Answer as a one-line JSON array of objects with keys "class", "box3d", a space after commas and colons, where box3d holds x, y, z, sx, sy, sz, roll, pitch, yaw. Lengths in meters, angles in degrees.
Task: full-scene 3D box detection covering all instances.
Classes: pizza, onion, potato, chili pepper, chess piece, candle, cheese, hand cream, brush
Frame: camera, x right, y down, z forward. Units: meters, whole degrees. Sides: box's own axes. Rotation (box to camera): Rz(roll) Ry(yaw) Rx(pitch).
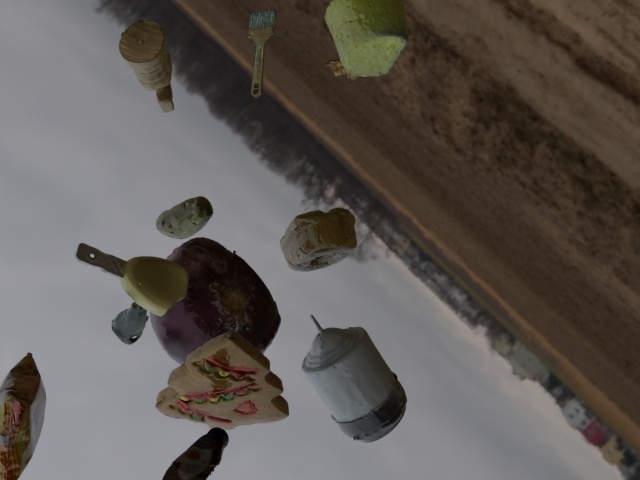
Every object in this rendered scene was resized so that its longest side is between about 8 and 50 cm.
[{"class": "pizza", "box3d": [0.047, -0.330, 1.287, 0.083, 0.037, 0.016, 11, -172, 0]}, {"class": "onion", "box3d": [-0.282, 0.180, 1.625, 0.337, 0.260, 0.281, 53, 151, -16]}, {"class": "potato", "box3d": [-0.373, -0.064, 1.853, 0.105, 0.188, 0.085, 38, -143, -34]}, {"class": "chili pepper", "box3d": [-0.618, 0.259, 2.179, 0.108, 0.216, 0.062, 20, -139, -17]}, {"class": "chess piece", "box3d": [-0.474, -0.488, 1.913, 0.137, 0.137, 0.301, 45, 169, 12]}, {"class": "candle", "box3d": [0.079, 0.372, 1.848, 0.343, 0.221, 0.221, 57, -178, -14]}, {"class": "cheese", "box3d": [-0.391, 0.072, 1.387, 0.255, 0.050, 0.127, 27, -127, -36]}, {"class": "hand cream", "box3d": [-0.171, 0.314, 0.923, 0.062, 0.039, 0.163, 6, -164, 12]}, {"class": "brush", "box3d": [-0.151, -0.461, 1.647, 0.082, 0.218, 0.010, 2, 175, 33]}]

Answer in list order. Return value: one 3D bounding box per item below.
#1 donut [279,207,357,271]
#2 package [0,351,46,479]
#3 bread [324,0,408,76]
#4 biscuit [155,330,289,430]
[{"class": "donut", "box3d": [0.000, 0.000, 1.917, 0.261, 0.208, 0.128, 127, 131, -66]}, {"class": "package", "box3d": [-0.673, 0.399, 1.471, 0.108, 0.224, 0.288, 4, -168, -13]}, {"class": "bread", "box3d": [0.070, -0.326, 1.022, 0.129, 0.111, 0.114, 118, 141, -65]}, {"class": "biscuit", "box3d": [-0.145, 0.225, 1.020, 0.212, 0.239, 0.041, 7, -136, -6]}]
